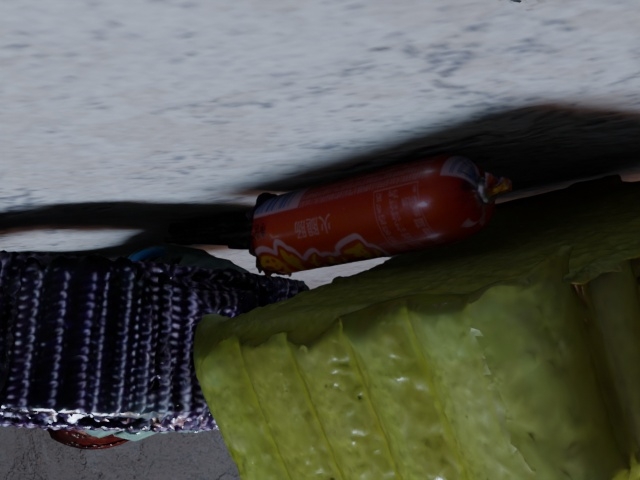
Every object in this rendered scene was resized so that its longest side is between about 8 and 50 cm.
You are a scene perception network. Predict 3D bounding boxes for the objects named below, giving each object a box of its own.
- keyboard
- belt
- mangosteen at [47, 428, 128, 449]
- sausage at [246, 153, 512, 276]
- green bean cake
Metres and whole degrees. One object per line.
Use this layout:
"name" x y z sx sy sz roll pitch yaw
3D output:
"keyboard" 0.000 -0.001 0.678 0.072 0.023 0.231 0 177 37
"belt" -0.152 0.063 0.655 0.260 0.122 0.324 5 174 -32
"mangosteen" -0.208 0.109 0.987 0.180 0.166 0.166 -35 -174 -21
"sausage" 0.029 -0.012 0.473 0.145 0.048 0.050 -12 133 44
"green bean cake" 0.087 0.055 0.494 0.236 0.124 0.233 -22 -174 -39
